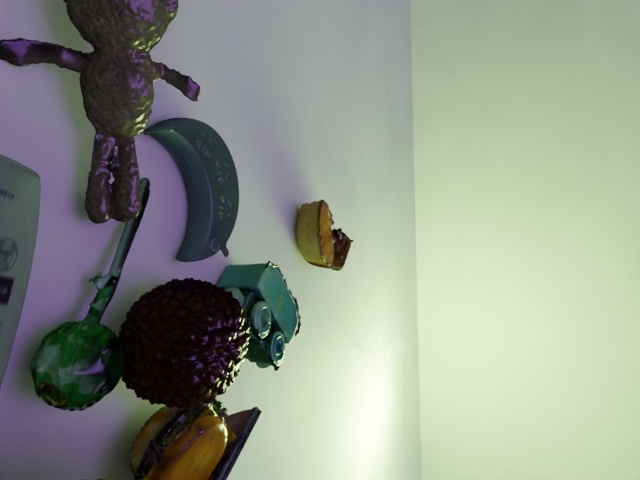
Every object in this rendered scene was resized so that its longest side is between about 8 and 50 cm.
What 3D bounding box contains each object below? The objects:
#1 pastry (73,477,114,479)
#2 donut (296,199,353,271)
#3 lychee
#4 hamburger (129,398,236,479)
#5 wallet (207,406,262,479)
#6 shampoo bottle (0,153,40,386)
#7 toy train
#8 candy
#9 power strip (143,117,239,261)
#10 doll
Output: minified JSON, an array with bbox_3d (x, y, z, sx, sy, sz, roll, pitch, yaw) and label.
[{"bbox_3d":[-0.208,0.377,0.375,0.388,0.388,0.312,-27,117,-63],"label":"pastry"},{"bbox_3d":[0.000,-0.001,1.161,0.217,0.085,0.141,58,41,-50],"label":"donut"},{"bbox_3d":[-0.181,0.137,0.636,0.188,0.188,0.188,2,90,-66],"label":"lychee"},{"bbox_3d":[-0.212,0.306,0.673,0.189,0.093,0.164,-44,145,-38],"label":"hamburger"},{"bbox_3d":[-0.184,0.379,0.743,0.025,0.119,0.232,47,39,-13],"label":"wallet"},{"bbox_3d":[-0.343,0.096,0.407,0.134,0.078,0.359,35,60,-65],"label":"shampoo bottle"},{"bbox_3d":[-0.122,0.141,0.874,0.163,0.112,0.203,-73,153,-45],"label":"toy train"},{"bbox_3d":[-0.272,0.048,0.590,0.097,0.097,0.323,57,32,-52],"label":"candy"},{"bbox_3d":[-0.195,-0.077,0.757,0.167,0.054,0.253,-45,130,-56],"label":"power strip"},{"bbox_3d":[-0.238,-0.174,0.560,0.091,0.203,0.286,-135,-154,-68],"label":"doll"}]
